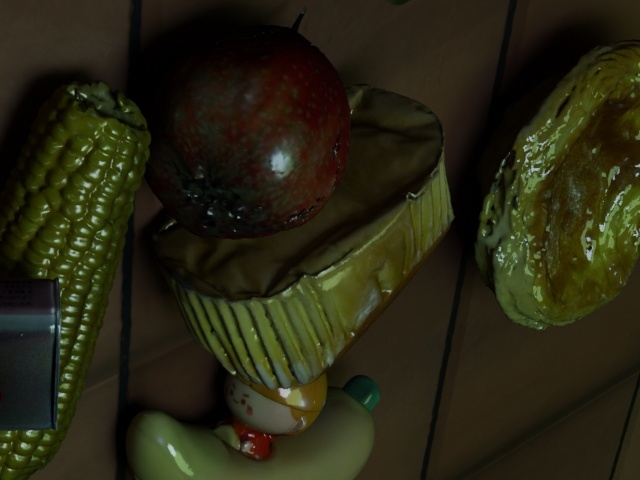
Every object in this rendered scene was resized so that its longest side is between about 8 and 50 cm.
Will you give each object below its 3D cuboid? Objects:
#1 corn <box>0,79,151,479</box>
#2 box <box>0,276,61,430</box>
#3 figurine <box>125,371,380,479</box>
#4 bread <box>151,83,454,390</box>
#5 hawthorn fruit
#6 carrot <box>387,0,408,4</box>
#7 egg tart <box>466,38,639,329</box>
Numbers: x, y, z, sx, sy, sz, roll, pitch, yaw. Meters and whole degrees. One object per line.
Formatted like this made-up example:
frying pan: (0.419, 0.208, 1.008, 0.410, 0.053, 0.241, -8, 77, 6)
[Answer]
corn: (-0.229, 0.044, 1.246, 0.120, 0.120, 0.363, -2, 117, -50)
box: (-0.305, 0.085, 1.137, 0.224, 0.069, 0.120, 2, 124, -12)
figurine: (-0.061, 0.194, 1.575, 0.324, 0.124, 0.222, 13, 108, -50)
bread: (0.000, 0.000, 1.407, 0.288, 0.204, 0.156, -45, 141, -21)
hawthorn fruit: (-0.045, -0.109, 1.291, 0.235, 0.181, 0.181, -60, 153, -33)
carrot: (0.091, -0.304, 1.364, 0.087, 0.087, 0.193, 15, 105, -54)
egg tart: (0.280, -0.071, 1.737, 0.352, 0.150, 0.352, -27, 131, -35)
